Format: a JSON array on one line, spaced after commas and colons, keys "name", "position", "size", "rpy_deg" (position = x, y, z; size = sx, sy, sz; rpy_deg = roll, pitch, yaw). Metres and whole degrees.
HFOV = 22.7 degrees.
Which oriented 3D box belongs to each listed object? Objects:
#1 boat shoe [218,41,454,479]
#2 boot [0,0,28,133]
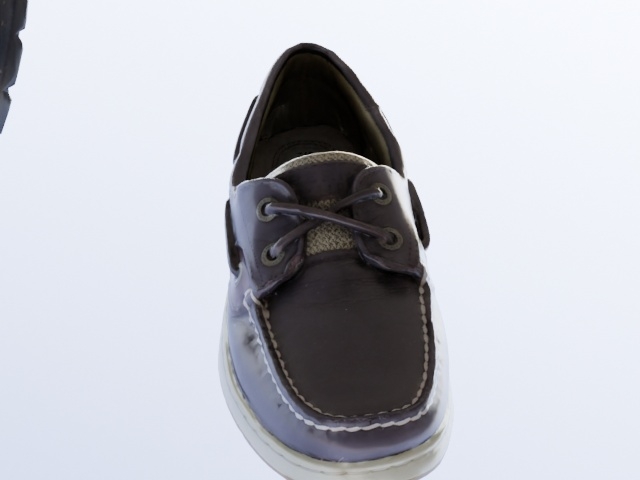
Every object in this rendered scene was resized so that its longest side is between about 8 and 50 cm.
[{"name": "boat shoe", "position": [0.000, 0.000, 0.737], "size": [0.103, 0.092, 0.285], "rpy_deg": [-4, -147, -2]}, {"name": "boot", "position": [-0.206, -0.140, 0.493], "size": [0.222, 0.338, 0.118], "rpy_deg": [-3, -154, -31]}]
